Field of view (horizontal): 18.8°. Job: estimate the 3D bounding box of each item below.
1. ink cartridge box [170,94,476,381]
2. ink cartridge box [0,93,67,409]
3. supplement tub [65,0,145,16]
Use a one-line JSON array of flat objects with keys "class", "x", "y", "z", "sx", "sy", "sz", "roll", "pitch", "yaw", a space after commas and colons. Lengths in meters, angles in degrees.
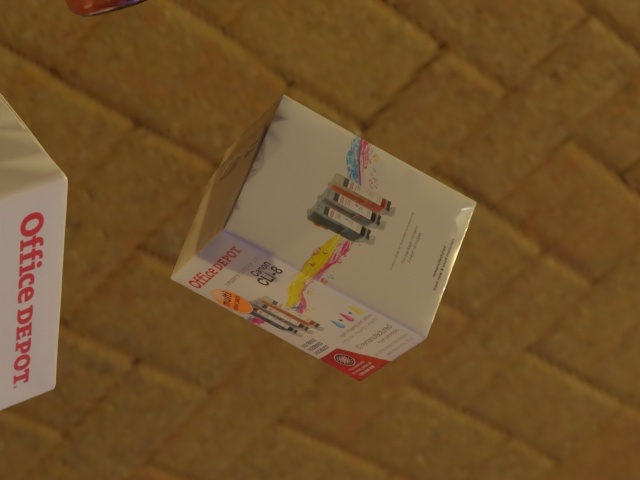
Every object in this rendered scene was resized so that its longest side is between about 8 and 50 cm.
[{"class": "ink cartridge box", "x": 0.000, "y": 0.000, "z": 1.460, "sx": 0.176, "sy": 0.127, "sz": 0.128, "roll": 29, "pitch": 153, "yaw": -11}, {"class": "ink cartridge box", "x": -0.300, "y": 0.039, "z": 1.192, "sx": 0.273, "sy": 0.114, "sz": 0.197, "roll": -22, "pitch": 141, "yaw": -30}, {"class": "supplement tub", "x": -0.148, "y": -0.251, "z": 1.244, "sx": 0.106, "sy": 0.106, "sz": 0.198, "roll": -24, "pitch": 106, "yaw": -10}]
